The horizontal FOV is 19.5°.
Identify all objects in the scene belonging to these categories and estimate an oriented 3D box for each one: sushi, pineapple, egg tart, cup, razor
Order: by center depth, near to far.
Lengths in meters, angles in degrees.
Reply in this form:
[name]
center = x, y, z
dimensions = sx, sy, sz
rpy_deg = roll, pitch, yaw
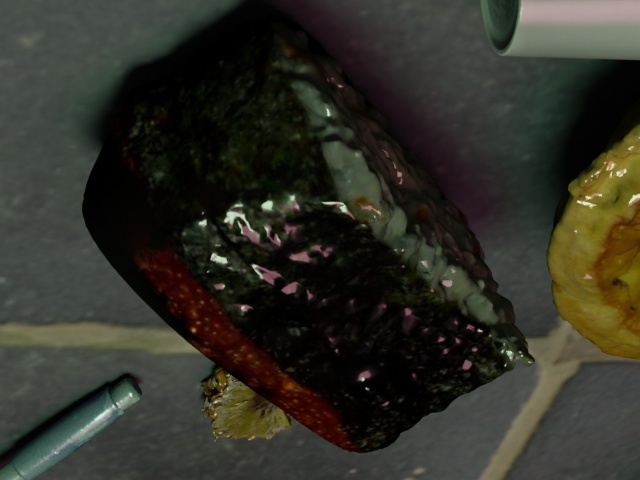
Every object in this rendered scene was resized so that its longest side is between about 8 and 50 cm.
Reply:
[cup]
center = 0.137, -0.132, 0.851
dimensions = 0.116, 0.074, 0.104
rpy_deg = -3, 113, -12
[sushi]
center = 0.000, 0.000, 0.887
dimensions = 0.126, 0.136, 0.225
rpy_deg = -37, 130, 16
[egg tart]
center = 0.222, -0.032, 0.961
dimensions = 0.241, 0.106, 0.241
rpy_deg = -11, 142, -9
[razor]
center = -0.155, 0.119, 1.035
dimensions = 0.135, 0.040, 0.068
rpy_deg = -36, 138, 11
[pineapple]
center = -0.046, 0.093, 1.057
dimensions = 0.045, 0.019, 0.083
rpy_deg = -23, 143, 0
